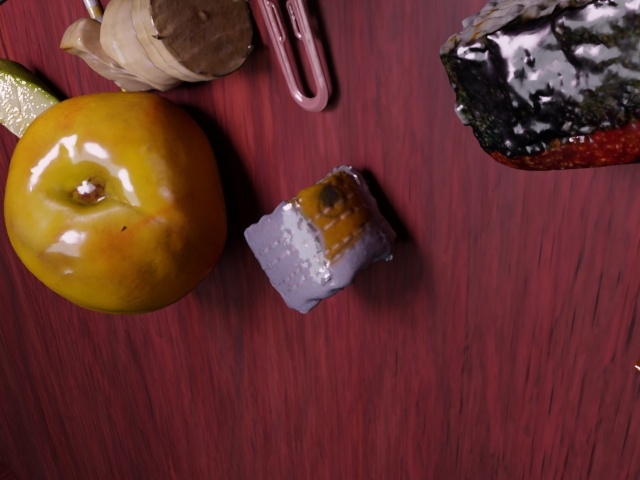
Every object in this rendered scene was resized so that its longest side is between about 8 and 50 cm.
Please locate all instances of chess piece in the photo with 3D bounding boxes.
[{"bbox_3d":[-0.208,-0.238,1.018,0.301,0.137,0.137,-2,113,55],"label":"chess piece"}]

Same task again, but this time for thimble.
[{"bbox_3d":[0.000,0.000,0.925,0.118,0.127,0.151,57,147,-1],"label":"thimble"}]

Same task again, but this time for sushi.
[{"bbox_3d":[0.197,-0.130,0.586,0.225,0.136,0.126,2,125,45],"label":"sushi"}]

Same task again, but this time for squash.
[{"bbox_3d":[-0.431,-0.177,1.330,0.252,0.169,0.093,44,97,21],"label":"squash"}]

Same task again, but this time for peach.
[{"bbox_3d":[-0.262,-0.042,1.100,0.289,0.289,0.308,52,178,10],"label":"peach"}]

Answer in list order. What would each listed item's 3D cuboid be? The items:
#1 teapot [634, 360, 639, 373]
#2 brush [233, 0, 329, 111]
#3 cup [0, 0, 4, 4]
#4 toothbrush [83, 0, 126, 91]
[{"bbox_3d":[0.329,0.143,0.664,0.173,0.116,0.116,31,144,-8],"label":"teapot"},{"bbox_3d":[-0.041,-0.241,0.868,0.103,0.047,0.233,9,122,48],"label":"brush"},{"bbox_3d":[-0.268,-0.379,0.710,0.392,0.401,0.310,-99,-14,-58],"label":"cup"},{"bbox_3d":[-0.274,-0.220,1.187,0.024,0.021,0.288,-4,112,40],"label":"toothbrush"}]
